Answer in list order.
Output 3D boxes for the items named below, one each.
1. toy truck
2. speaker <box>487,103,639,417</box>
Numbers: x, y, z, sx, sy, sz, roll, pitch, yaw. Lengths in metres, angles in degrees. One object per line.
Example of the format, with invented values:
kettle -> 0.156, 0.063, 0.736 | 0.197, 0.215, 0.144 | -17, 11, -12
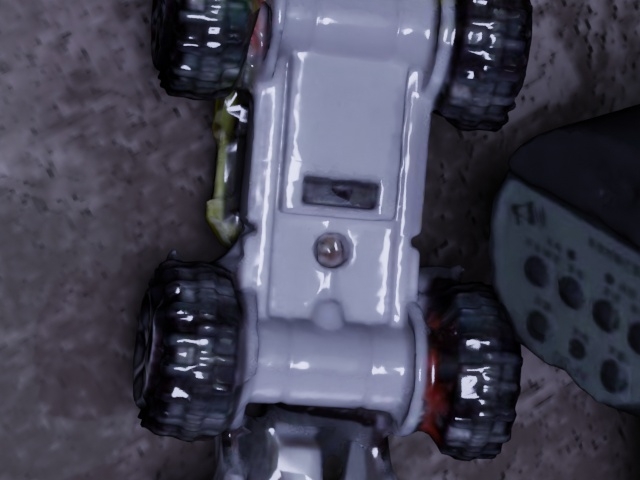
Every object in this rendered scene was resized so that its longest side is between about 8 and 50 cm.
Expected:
toy truck -> 0.000, 0.000, 0.635 | 0.136, 0.111, 0.285 | 5, 87, -12
speaker -> 0.192, 0.010, 0.670 | 0.330, 0.259, 0.198 | -18, 62, -32
